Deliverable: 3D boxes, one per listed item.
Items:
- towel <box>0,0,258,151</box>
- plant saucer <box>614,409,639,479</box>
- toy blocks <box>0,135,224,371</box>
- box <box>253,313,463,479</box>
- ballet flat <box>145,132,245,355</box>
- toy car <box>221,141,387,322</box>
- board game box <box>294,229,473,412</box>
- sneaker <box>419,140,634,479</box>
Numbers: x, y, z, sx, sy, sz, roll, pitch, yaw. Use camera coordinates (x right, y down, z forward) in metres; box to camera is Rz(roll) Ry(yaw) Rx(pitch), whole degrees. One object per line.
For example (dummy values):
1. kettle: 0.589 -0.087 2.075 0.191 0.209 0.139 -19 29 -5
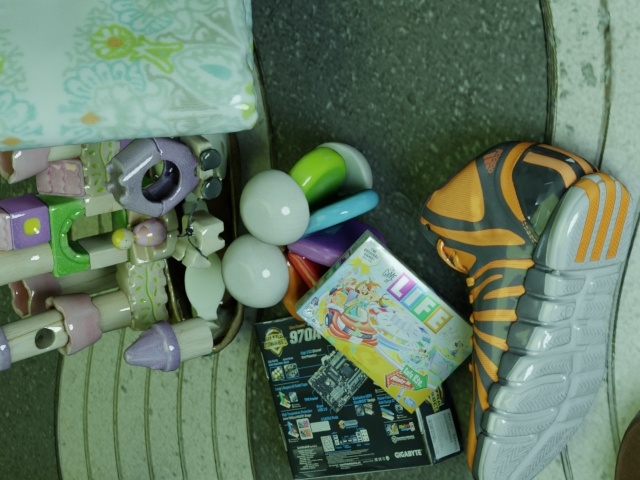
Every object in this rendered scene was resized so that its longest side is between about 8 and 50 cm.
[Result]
1. towel: -0.229 -0.261 1.823 0.090 0.320 0.374 77 -172 -63
2. plant saucer: 0.295 0.220 1.594 0.198 0.036 0.199 -178 90 -75
3. toy blocks: -0.281 0.004 1.899 0.309 0.260 0.289 34 132 51
4. box: 0.035 0.150 1.914 0.220 0.051 0.175 -15 90 48
5. ballet flat: -0.135 -0.034 1.980 0.124 0.116 0.342 -128 33 -73
6. toy car: 0.000 0.000 1.832 0.136 0.159 0.182 34 124 25
7. board game box: 0.066 0.078 1.781 0.154 0.026 0.103 41 99 -13
8. sneaker: 0.169 0.059 1.708 0.180 0.124 0.321 31 112 43
